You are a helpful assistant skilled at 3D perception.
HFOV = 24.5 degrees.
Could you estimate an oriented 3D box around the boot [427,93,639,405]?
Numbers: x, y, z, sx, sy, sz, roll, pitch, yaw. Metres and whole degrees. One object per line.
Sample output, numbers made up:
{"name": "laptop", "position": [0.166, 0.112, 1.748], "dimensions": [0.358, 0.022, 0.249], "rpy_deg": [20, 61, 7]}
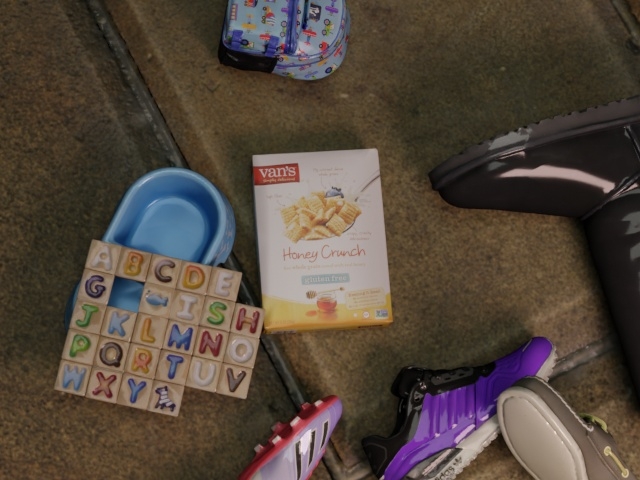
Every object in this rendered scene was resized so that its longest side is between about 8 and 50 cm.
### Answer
{"name": "boot", "position": [0.381, 0.052, 1.940], "dimensions": [0.367, 0.146, 0.445], "rpy_deg": [-17, 84, -7]}

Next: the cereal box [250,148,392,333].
{"name": "cereal box", "position": [0.000, 0.000, 1.954], "dimensions": [0.173, 0.047, 0.240], "rpy_deg": [-4, 77, -6]}

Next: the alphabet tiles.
{"name": "alphabet tiles", "position": [-0.197, 0.118, 1.854], "dimensions": [0.237, 0.009, 0.198], "rpy_deg": [13, 76, -2]}

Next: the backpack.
{"name": "backpack", "position": [-0.042, -0.300, 1.986], "dimensions": [0.173, 0.117, 0.158], "rpy_deg": [11, 77, -5]}

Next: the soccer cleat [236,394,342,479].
{"name": "soccer cleat", "position": [-0.049, 0.299, 1.859], "dimensions": [0.248, 0.083, 0.095], "rpy_deg": [-44, 97, -25]}

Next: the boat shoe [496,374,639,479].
{"name": "boat shoe", "position": [0.324, 0.274, 1.848], "dimensions": [0.091, 0.109, 0.305], "rpy_deg": [-50, 118, -29]}

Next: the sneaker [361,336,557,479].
{"name": "sneaker", "position": [0.172, 0.202, 1.896], "dimensions": [0.293, 0.102, 0.146], "rpy_deg": [-43, 83, -13]}

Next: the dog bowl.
{"name": "dog bowl", "position": [-0.221, 0.035, 1.913], "dimensions": [0.166, 0.074, 0.297], "rpy_deg": [25, 76, 1]}
